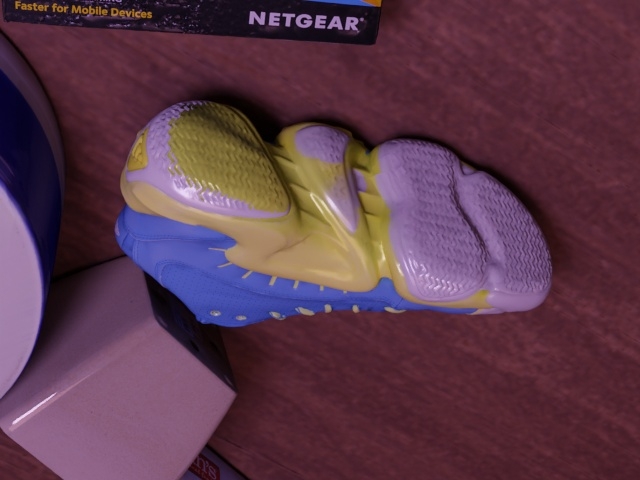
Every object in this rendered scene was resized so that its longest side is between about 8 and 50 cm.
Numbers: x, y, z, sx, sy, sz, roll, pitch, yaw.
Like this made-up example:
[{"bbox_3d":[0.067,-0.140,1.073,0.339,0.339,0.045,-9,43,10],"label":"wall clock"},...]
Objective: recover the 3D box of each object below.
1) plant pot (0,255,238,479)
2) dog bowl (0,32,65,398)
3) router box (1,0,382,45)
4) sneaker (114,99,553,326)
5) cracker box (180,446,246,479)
[{"bbox_3d":[-0.109,0.074,0.908,0.096,0.109,0.109,-37,123,10],"label":"plant pot"},{"bbox_3d":[-0.265,-0.011,0.823,0.265,0.104,0.265,-1,130,-2],"label":"dog bowl"},{"bbox_3d":[-0.056,-0.160,0.748,0.179,0.046,0.133,2,129,-5],"label":"router box"},{"bbox_3d":[0.000,0.000,0.875,0.240,0.091,0.126,19,144,-19],"label":"sneaker"},{"bbox_3d":[-0.066,0.240,0.960,0.067,0.232,0.156,-31,125,22],"label":"cracker box"}]
